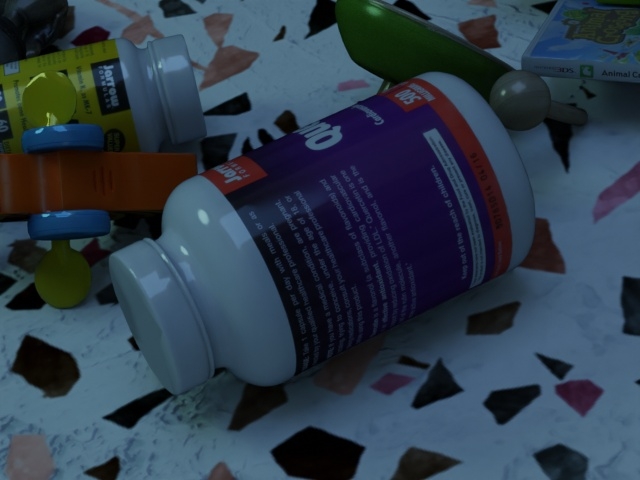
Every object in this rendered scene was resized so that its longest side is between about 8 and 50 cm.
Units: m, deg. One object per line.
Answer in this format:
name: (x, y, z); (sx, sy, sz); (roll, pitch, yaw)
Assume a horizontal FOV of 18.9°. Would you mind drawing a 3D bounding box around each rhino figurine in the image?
rhino figurine: (-0.360, -0.248, 1.997); (0.243, 0.073, 0.106); (24, 55, 35)

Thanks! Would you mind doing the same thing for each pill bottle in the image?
pill bottle: (0.000, 0.000, 1.559); (0.323, 0.181, 0.181); (-25, 43, -17)
pill bottle: (-0.217, -0.121, 1.787); (0.208, 0.119, 0.119); (-14, 41, -4)

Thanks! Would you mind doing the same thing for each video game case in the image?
video game case: (0.304, -0.193, 1.794); (0.193, 0.023, 0.212); (6, 27, 18)

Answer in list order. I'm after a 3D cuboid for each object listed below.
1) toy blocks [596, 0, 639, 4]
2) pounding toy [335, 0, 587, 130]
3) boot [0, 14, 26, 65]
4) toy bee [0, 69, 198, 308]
toy blocks: (0.345, -0.356, 1.899); (0.381, 0.190, 0.261); (6, 23, 18)
pounding toy: (0.100, -0.128, 1.730); (0.237, 0.183, 0.110); (28, 93, 21)
boot: (-0.454, -0.107, 1.843); (0.338, 0.118, 0.222); (-9, 43, 18)
toy bee: (-0.255, -0.056, 1.661); (0.162, 0.298, 0.195); (-7, 64, 40)
